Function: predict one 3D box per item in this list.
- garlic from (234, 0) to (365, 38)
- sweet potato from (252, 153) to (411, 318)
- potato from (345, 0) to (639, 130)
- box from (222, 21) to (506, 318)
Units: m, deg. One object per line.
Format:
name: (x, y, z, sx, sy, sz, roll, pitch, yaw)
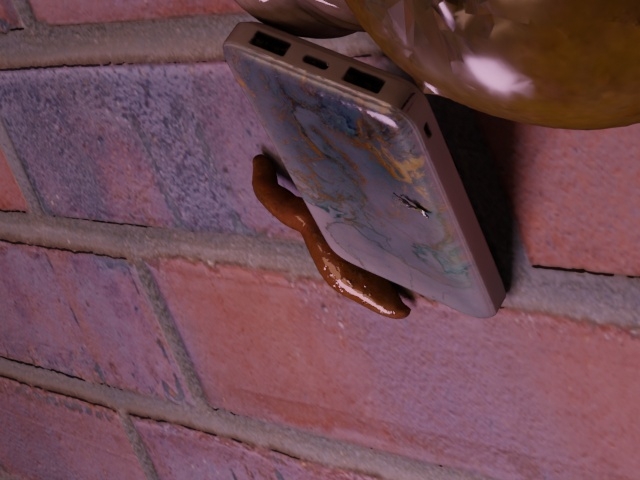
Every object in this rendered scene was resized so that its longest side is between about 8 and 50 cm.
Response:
garlic: (-0.017, -0.223, 1.194, 0.228, 0.152, 0.228, 32, 138, 35)
sweet potato: (0.002, -0.003, 1.504, 0.179, 0.044, 0.044, 45, 149, 19)
potato: (0.084, -0.221, 0.897, 0.397, 0.296, 0.290, 43, 147, 22)
box: (0.035, -0.040, 1.295, 0.142, 0.044, 0.285, 25, 162, 27)
